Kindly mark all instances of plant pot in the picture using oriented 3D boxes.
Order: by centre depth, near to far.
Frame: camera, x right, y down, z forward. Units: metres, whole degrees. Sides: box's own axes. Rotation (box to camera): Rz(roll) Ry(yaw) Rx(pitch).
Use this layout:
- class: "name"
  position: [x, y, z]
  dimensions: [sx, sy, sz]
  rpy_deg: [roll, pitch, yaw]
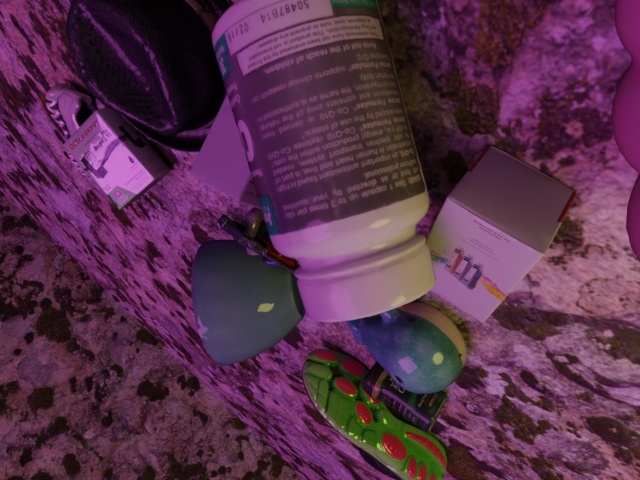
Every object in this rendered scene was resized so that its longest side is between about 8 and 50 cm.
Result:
- class: "plant pot"
  position: [-0.144, 0.127, 1.078]
  dimensions: [0.195, 0.290, 0.291]
  rpy_deg: [-10, 128, 9]

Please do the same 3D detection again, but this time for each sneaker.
- class: "sneaker"
  position: [0.116, 0.497, 1.257]
  dimensions: [0.483, 0.185, 0.202]
  rpy_deg: [46, 143, -2]
- class: "sneaker"
  position: [-0.627, -0.275, 1.271]
  dimensions: [0.118, 0.110, 0.292]
  rpy_deg: [16, 139, 23]

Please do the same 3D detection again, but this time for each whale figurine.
- class: "whale figurine"
  position: [0.149, 0.211, 0.935]
  dimensions: [0.271, 0.141, 0.216]
  rpy_deg: [8, 133, 43]

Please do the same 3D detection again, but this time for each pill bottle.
- class: "pill bottle"
  position: [0.015, -0.100, 0.574]
  dimensions: [0.204, 0.204, 0.362]
  rpy_deg: [-10, 98, 51]

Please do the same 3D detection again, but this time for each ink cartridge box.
- class: "ink cartridge box"
  position: [0.221, -0.004, 0.628]
  dimensions: [0.127, 0.128, 0.176]
  rpy_deg: [34, 147, 15]
- class: "ink cartridge box"
  position: [-0.509, -0.208, 1.170]
  dimensions: [0.153, 0.087, 0.208]
  rpy_deg: [-33, 103, 23]

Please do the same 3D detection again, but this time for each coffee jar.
- class: "coffee jar"
  position: [0.193, 0.354, 1.091]
  dimensions: [0.184, 0.096, 0.079]
  rpy_deg: [26, 141, 24]

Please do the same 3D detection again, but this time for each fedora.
- class: "fedora"
  position: [-0.274, -0.280, 0.736]
  dimensions: [0.333, 0.153, 0.335]
  rpy_deg: [7, 120, 12]

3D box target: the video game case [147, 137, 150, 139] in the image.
- class: "video game case"
  position: [-0.413, -0.345, 1.027]
  dimensions: [0.213, 0.023, 0.193]
  rpy_deg: [54, 146, -14]

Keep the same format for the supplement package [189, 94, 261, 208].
- class: "supplement package"
  position: [-0.106, -0.155, 0.747]
  dimensions: [0.105, 0.180, 0.105]
  rpy_deg: [30, -174, 20]

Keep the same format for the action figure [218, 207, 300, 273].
- class: "action figure"
  position: [0.000, 0.000, 0.901]
  dimensions: [0.330, 0.179, 0.341]
  rpy_deg: [19, 168, 43]

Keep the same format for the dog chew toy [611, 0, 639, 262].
- class: "dog chew toy"
  position: [0.333, -0.093, 0.356]
  dimensions: [0.206, 0.206, 0.332]
  rpy_deg: [-10, 112, 51]
